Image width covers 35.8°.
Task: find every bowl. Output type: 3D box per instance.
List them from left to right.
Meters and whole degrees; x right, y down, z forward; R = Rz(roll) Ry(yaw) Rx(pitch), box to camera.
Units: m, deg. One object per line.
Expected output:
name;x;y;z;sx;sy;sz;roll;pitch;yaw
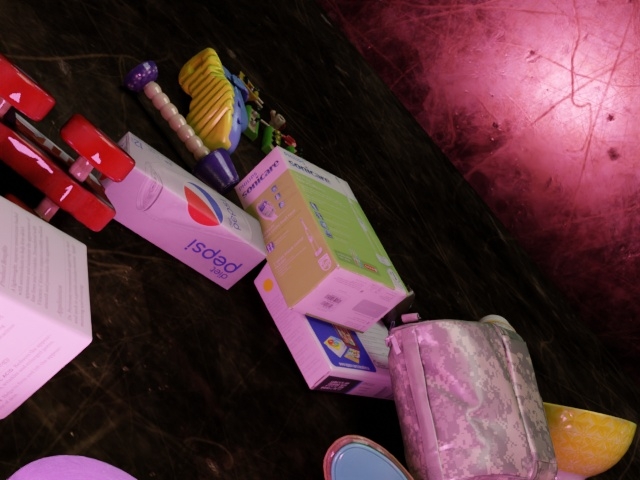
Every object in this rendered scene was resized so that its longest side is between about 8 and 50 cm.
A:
bowl;0.510;0.436;2.099;0.289;0.289;0.156;25;73;-50

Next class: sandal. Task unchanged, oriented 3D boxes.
sandal;-0.190;-0.258;1.957;0.138;0.126;0.317;41;23;-34

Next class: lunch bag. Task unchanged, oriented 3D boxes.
lunch bag;0.233;0.283;1.671;0.256;0.212;0.305;21;53;-51

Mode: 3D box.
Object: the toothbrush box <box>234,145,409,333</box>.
toothbrush box;0.000;0.000;1.714;0.206;0.122;0.283;23;33;-48

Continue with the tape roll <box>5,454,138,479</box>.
tape roll;-0.214;0.336;0.899;0.275;0.090;0.275;42;21;-20

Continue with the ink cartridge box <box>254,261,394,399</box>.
ink cartridge box;0.015;0.136;1.772;0.303;0.072;0.307;18;35;-54

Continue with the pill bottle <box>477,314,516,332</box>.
pill bottle;0.401;0.253;2.297;0.117;0.117;0.208;47;21;-9

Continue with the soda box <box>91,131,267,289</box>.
soda box;-0.218;-0.042;1.542;0.286;0.098;0.091;36;24;-35

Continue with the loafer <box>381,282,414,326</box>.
loafer;0.143;0.124;1.946;0.220;0.078;0.080;175;-110;-84

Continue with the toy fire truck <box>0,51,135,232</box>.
toy fire truck;-0.393;-0.124;1.275;0.302;0.169;0.254;40;-2;-27

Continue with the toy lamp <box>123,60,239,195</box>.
toy lamp;-0.245;-0.200;1.790;0.275;0.080;0.080;53;20;6

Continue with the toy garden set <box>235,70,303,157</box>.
toy garden set;-0.120;-0.269;2.217;0.244;0.049;0.204;42;22;-21

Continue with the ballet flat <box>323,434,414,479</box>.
ballet flat;0.116;0.400;1.477;0.342;0.116;0.124;44;1;-17

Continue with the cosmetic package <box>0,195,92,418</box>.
cosmetic package;-0.352;0.056;1.007;0.183;0.151;0.151;35;24;-36
